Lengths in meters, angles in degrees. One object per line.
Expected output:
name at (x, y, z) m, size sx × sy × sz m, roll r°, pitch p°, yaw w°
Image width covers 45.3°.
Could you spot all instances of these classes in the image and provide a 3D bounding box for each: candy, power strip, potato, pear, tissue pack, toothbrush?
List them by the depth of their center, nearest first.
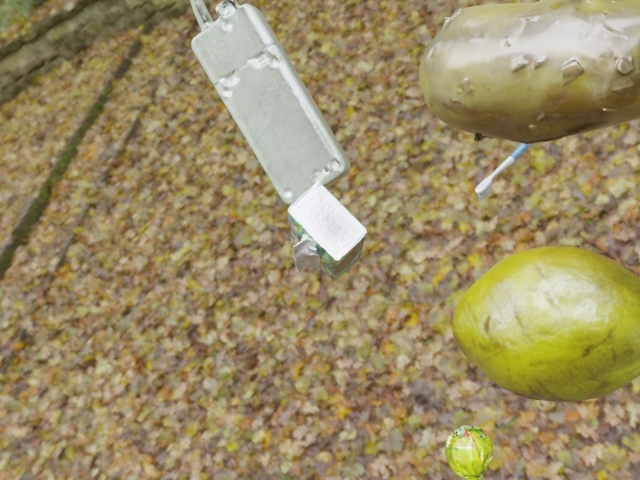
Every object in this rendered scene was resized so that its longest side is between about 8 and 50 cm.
potato at (0.235, -0.171, 0.755) m, size 0.296 × 0.141 × 0.191 m, roll 0°, pitch 17°, yaw 32°
tissue pack at (-0.001, 0.000, 0.906) m, size 0.079 × 0.085 × 0.111 m, roll -43°, pitch -10°, yaw -11°
candy at (0.183, 0.321, 0.921) m, size 0.058 × 0.062 × 0.194 m, roll -14°, pitch 77°, yaw 59°
power strip at (-0.072, -0.184, 0.921) m, size 0.093 × 0.288 × 0.053 m, roll -30°, pitch 0°, yaw 12°
pear at (0.374, 0.131, 1.226) m, size 0.321 × 0.269 × 0.269 m, roll 0°, pitch 48°, yaw 21°
toothbrush at (0.372, -0.162, 1.448) m, size 0.019 × 0.025 × 0.275 m, roll 19°, pitch 51°, yaw 42°
